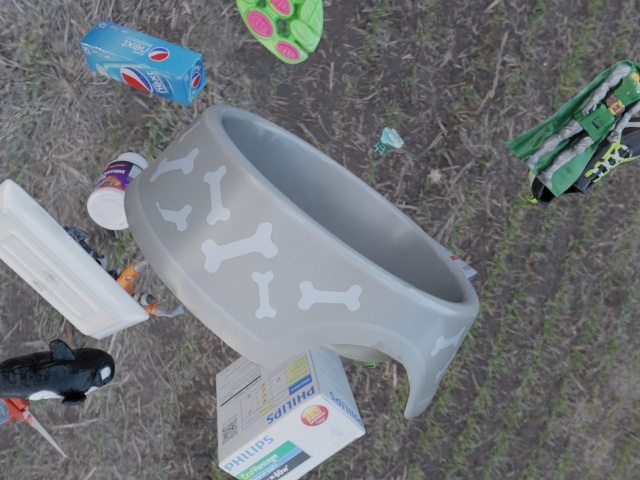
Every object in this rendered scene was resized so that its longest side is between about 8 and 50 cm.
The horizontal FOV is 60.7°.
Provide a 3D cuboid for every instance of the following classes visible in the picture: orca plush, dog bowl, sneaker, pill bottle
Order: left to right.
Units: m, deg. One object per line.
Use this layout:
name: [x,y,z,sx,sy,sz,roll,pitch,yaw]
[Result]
orca plush: [-0.489,0.206,0.956,0.287,0.151,0.102,14,105,-35]
pill bottle: [-0.456,-0.122,1.259,0.108,0.194,0.108,-1,128,-2]
sneaker: [-0.148,-0.605,1.160,0.185,0.202,0.483,-32,99,10]
dog bowl: [0.000,0.000,0.521,0.348,0.349,0.102,28,109,-28]
sneaker: [0.177,-0.258,1.474,0.076,0.166,0.065,-38,85,18]
sneaker: [0.467,-0.121,0.939,0.084,0.234,0.097,29,56,-28]

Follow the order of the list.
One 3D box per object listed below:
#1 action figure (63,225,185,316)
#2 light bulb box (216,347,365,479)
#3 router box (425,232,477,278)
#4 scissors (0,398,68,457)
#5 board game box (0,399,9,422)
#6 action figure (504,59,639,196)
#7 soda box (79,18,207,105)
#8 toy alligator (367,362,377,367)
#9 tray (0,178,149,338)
action figure: [-0.575,0.121,1.462,0.329,0.179,0.342,-16,123,13]
light bulb box: [-0.105,0.477,1.609,0.357,0.361,0.225,-38,119,9]
router box: [0.125,0.010,1.013,0.082,0.301,0.335,-56,161,15]
scissors: [-0.544,0.313,1.012,0.021,0.297,0.109,-2,94,-49]
board game box: [-0.263,0.060,0.354,0.026,0.103,0.154,-27,87,-16]
action figure: [0.409,-0.182,0.812,0.137,0.063,0.232,36,110,-23]
soda box: [-0.314,-0.317,0.972,0.209,0.067,0.071,22,60,11]
toy alligator: [0.158,0.372,1.688,0.056,0.189,0.052,-3,88,12]
tray: [-0.387,0.046,0.795,0.270,0.145,0.030,52,37,-21]
